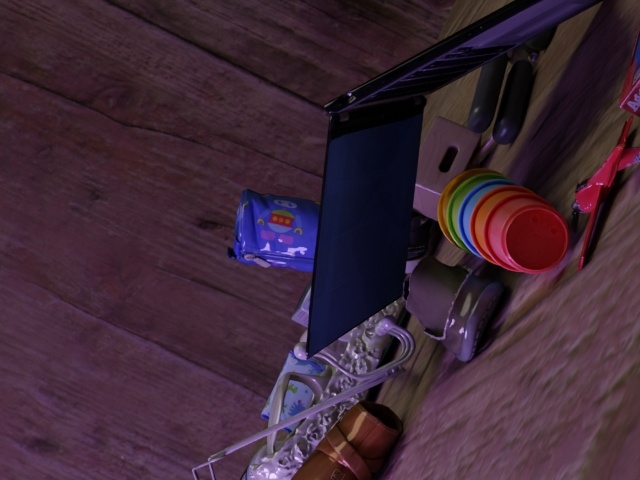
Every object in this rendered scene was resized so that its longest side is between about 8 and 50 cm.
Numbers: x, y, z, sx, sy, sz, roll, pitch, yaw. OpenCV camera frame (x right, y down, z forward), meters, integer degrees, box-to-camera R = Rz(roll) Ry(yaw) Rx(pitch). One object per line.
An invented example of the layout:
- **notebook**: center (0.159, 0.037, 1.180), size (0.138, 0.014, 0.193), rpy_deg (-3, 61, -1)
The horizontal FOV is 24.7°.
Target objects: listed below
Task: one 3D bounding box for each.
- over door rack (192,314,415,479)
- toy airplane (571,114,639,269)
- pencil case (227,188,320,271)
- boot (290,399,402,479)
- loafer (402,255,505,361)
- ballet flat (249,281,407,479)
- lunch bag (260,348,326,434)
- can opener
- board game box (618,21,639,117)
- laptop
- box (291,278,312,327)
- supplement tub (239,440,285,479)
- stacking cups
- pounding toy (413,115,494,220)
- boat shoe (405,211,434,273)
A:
- **over door rack**: center (-0.032, 0.202, 1.865), size (0.324, 0.108, 0.239), rpy_deg (-37, -5, -2)
- **toy airplane**: center (0.242, -0.051, 1.242), size (0.151, 0.028, 0.151), rpy_deg (-156, 90, -86)
- **pencil case**: center (0.000, 0.000, 2.413), size (0.119, 0.306, 0.133), rpy_deg (97, -176, -54)
- **boot**: center (0.010, 0.285, 1.770), size (0.220, 0.109, 0.283), rpy_deg (-57, -8, 0)
- **loafer**: center (0.131, 0.069, 1.570), size (0.094, 0.087, 0.251), rpy_deg (-64, 3, -4)
- **ballet flat**: center (0.016, 0.197, 2.084), size (0.408, 0.147, 0.147), rpy_deg (-65, 3, -32)
- **lunch bag**: center (-0.009, 0.254, 2.398), size (0.128, 0.096, 0.151), rpy_deg (-64, -26, 7)
- **can opener**: center (0.266, -0.248, 2.013), size (0.283, 0.076, 0.095), rpy_deg (-69, 5, -50)
- **board game box**: center (0.335, -0.249, 1.318), size (0.145, 0.027, 0.281), rpy_deg (-59, 6, 48)
- **laptop**: center (0.161, -0.089, 1.661), size (0.408, 0.236, 0.382), rpy_deg (-27, 0, 21)
- **box**: center (0.035, 0.116, 2.328), size (0.072, 0.137, 0.126), rpy_deg (-64, 3, -13)
- **supplement tub**: center (-0.076, 0.391, 2.156), size (0.190, 0.117, 0.117), rpy_deg (-60, 5, 43)
- **stacking cups**: center (0.180, -0.011, 1.452), size (0.096, 0.096, 0.316), rpy_deg (-64, 5, 7)
- **pounding toy**: center (0.194, -0.110, 2.089), size (0.141, 0.100, 0.130), rpy_deg (-62, -12, -16)
- **boat shoe**: center (0.126, -0.046, 2.257), size (0.302, 0.114, 0.091), rpy_deg (-102, 10, -68)
